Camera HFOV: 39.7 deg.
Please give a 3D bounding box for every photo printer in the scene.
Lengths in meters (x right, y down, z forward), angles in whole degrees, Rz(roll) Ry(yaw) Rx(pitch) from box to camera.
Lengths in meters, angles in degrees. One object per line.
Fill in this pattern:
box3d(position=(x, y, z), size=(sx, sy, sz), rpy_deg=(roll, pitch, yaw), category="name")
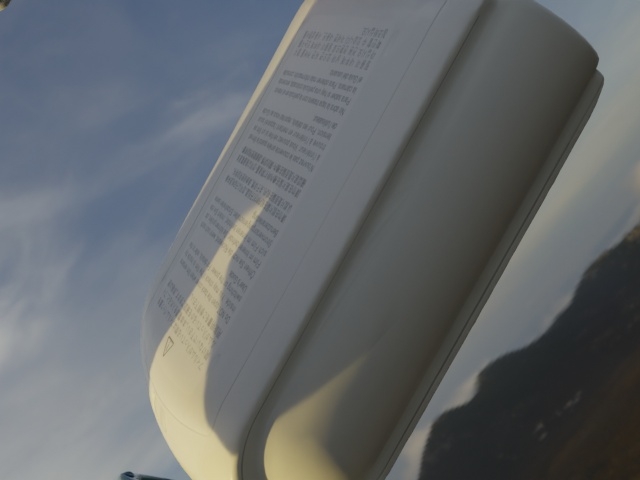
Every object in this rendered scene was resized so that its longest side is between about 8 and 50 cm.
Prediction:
box3d(position=(0.000, 0.000, 0.533), size=(0.308, 0.107, 0.256), rpy_deg=(-61, 26, 2), category="photo printer")

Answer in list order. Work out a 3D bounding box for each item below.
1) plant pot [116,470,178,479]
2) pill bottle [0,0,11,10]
box3d(position=(-0.151, 0.358, 0.928), size=(0.293, 0.292, 0.196), rpy_deg=(66, -144, -76), category="plant pot")
box3d(position=(-0.355, -0.273, 0.901), size=(0.067, 0.067, 0.120), rpy_deg=(-47, 0, -2), category="pill bottle")
